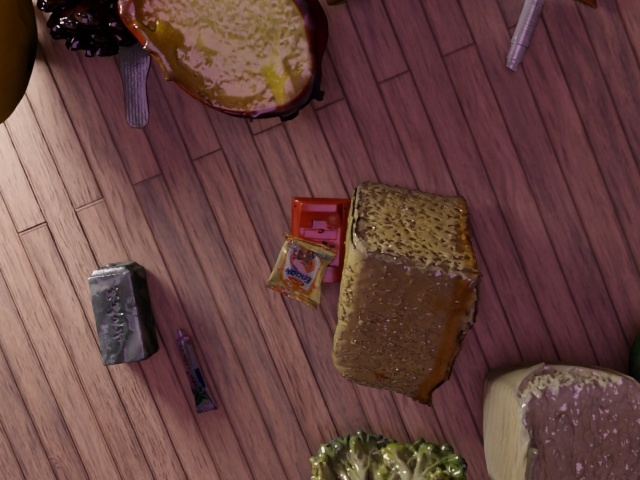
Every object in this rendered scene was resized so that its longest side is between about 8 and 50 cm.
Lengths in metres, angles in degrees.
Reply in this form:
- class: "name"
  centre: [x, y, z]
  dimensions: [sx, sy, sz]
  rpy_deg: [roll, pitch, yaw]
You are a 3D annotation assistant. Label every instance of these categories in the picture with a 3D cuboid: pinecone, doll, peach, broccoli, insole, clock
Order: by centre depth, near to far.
- class: "doll"
  centre: [-0.566, -0.412, 1.426]
  dimensions: [0.161, 0.348, 0.423]
  rpy_deg: [9, 60, 3]
- class: "peach"
  centre: [-0.158, -0.355, 1.443]
  dimensions: [0.361, 0.201, 0.258]
  rpy_deg: [14, 106, -7]
- class: "broccoli"
  centre: [0.125, 0.486, 1.464]
  dimensions: [0.348, 0.281, 0.293]
  rpy_deg: [44, 111, -1]
- class: "pinecone"
  centre: [-0.390, -0.420, 1.470]
  dimensions: [0.221, 0.221, 0.222]
  rpy_deg: [1, 96, 6]
- class: "clock"
  centre: [0.000, 0.000, 1.542]
  dimensions: [0.113, 0.061, 0.155]
  rpy_deg: [2, 98, 8]
- class: "insole"
  centre: [-0.346, -0.304, 1.573]
  dimensions: [0.064, 0.004, 0.189]
  rpy_deg: [-1, 96, 7]

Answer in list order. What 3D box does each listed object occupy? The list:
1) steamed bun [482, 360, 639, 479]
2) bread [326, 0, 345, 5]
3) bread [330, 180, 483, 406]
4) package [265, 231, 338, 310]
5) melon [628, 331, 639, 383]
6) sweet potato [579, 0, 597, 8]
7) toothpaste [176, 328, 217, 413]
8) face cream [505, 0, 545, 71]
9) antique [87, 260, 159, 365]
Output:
- class: "steamed bun"
  centre: [0.428, 0.344, 1.443]
  dimensions: [0.272, 0.273, 0.291]
  rpy_deg: [-1, 103, -10]
- class: "bread"
  centre: [0.152, -0.544, 1.460]
  dimensions: [0.361, 0.077, 0.138]
  rpy_deg: [-24, 94, 8]
- class: "bread"
  centre: [0.149, 0.083, 1.508]
  dimensions: [0.248, 0.279, 0.315]
  rpy_deg: [11, 136, -3]
- class: "package"
  centre: [-0.035, 0.052, 1.514]
  dimensions: [0.108, 0.031, 0.121]
  rpy_deg: [24, 109, 15]
- class: "melon"
  centre: [0.625, 0.247, 1.442]
  dimensions: [0.182, 0.182, 0.288]
  rpy_deg: [-12, 97, 7]
- class: "sweet potato"
  centre: [0.447, -0.438, 1.464]
  dimensions: [0.095, 0.034, 0.034]
  rpy_deg: [40, 99, -10]
- class: "toothpaste"
  centre: [-0.243, 0.250, 1.610]
  dimensions: [0.045, 0.028, 0.170]
  rpy_deg: [-16, 98, 14]
- class: "face cream"
  centre: [0.356, -0.362, 1.479]
  dimensions: [0.034, 0.034, 0.130]
  rpy_deg: [18, 97, 4]
- class: "antique"
  centre: [-0.370, 0.133, 1.580]
  dimensions: [0.088, 0.086, 0.183]
  rpy_deg: [-9, 95, 6]
